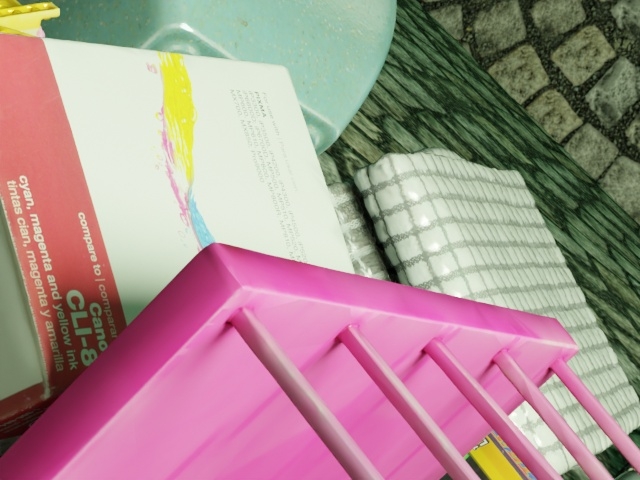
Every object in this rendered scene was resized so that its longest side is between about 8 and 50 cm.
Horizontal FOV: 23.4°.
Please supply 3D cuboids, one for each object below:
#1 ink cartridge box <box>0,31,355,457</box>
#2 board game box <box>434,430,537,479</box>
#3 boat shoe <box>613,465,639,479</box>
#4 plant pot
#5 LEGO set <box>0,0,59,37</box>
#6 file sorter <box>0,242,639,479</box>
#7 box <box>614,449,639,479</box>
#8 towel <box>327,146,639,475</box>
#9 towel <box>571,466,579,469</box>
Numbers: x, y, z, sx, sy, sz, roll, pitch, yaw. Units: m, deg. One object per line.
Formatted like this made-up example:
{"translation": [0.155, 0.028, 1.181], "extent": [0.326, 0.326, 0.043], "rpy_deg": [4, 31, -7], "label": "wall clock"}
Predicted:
{"translation": [-0.090, 0.009, 0.576], "extent": [0.176, 0.128, 0.127], "rpy_deg": [-3, 71, -52], "label": "ink cartridge box"}
{"translation": [0.053, 0.154, 0.732], "extent": [0.170, 0.141, 0.048], "rpy_deg": [51, 16, 32], "label": "board game box"}
{"translation": [0.293, 0.298, 1.097], "extent": [0.099, 0.116, 0.319], "rpy_deg": [-17, 56, -22], "label": "boat shoe"}
{"translation": [-0.100, -0.145, 1.047], "extent": [0.248, 0.247, 0.252], "rpy_deg": [31, 35, -35], "label": "plant pot"}
{"translation": [-0.208, -0.070, 0.842], "extent": [0.132, 0.107, 0.287], "rpy_deg": [-1, 33, -19], "label": "LEGO set"}
{"translation": [0.019, 0.149, 0.554], "extent": [0.182, 0.202, 0.290], "rpy_deg": [52, 17, 24], "label": "file sorter"}
{"translation": [0.372, 0.225, 1.341], "extent": [0.180, 0.147, 0.077], "rpy_deg": [39, 15, -9], "label": "box"}
{"translation": [0.099, 0.060, 1.065], "extent": [0.235, 0.121, 0.283], "rpy_deg": [64, 20, 9], "label": "towel"}
{"translation": [0.182, 0.141, 1.356], "extent": [0.113, 0.023, 0.152], "rpy_deg": [43, 12, -2], "label": "towel"}
